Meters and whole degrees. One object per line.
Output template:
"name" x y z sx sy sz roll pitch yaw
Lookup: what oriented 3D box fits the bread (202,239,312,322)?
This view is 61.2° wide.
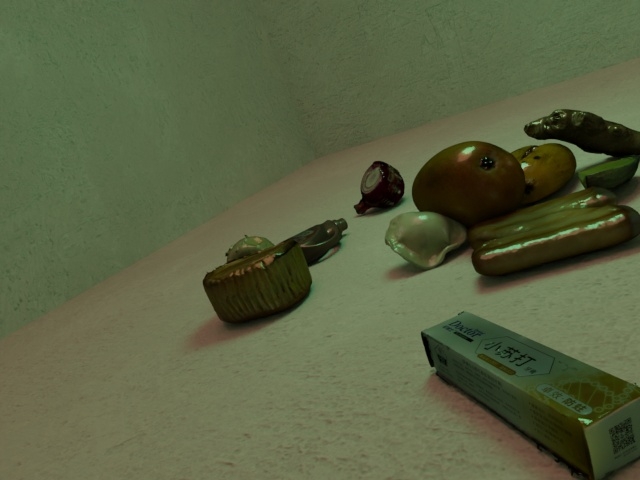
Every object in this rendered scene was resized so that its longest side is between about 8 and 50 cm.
"bread" -0.153 0.102 1.325 0.253 0.143 0.227 -21 15 17

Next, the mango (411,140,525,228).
"mango" 0.327 -0.115 1.251 0.173 0.211 0.317 -63 11 -20

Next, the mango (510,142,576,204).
"mango" 0.533 -0.179 1.338 0.177 0.120 0.295 -8 20 39

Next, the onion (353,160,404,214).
"onion" 0.201 -0.160 1.817 0.198 0.135 0.173 -58 19 26

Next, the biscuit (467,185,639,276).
"biscuit" 0.427 -0.017 1.027 0.290 0.062 0.237 -17 14 15

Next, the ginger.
"ginger" 0.675 -0.260 1.325 0.332 0.080 0.166 13 -2 14

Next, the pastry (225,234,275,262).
"pastry" -0.180 0.060 1.493 0.165 0.166 0.088 -16 28 23

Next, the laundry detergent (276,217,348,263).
"laundry detergent" 0.000 0.000 1.600 0.237 0.076 0.171 -27 16 -25

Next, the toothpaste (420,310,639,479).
"toothpaste" 0.234 0.165 0.648 0.089 0.071 0.313 -22 13 -14

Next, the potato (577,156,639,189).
"potato" 0.612 -0.134 1.152 0.119 0.054 0.197 -11 7 35

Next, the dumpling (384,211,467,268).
"dumpling" 0.233 0.003 1.190 0.100 0.169 0.134 114 171 -50
